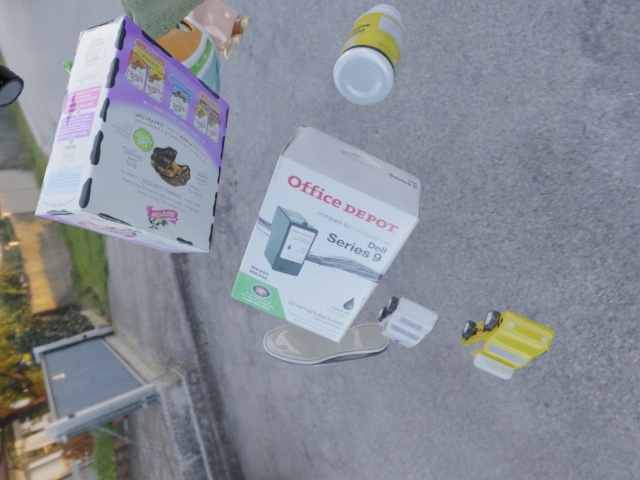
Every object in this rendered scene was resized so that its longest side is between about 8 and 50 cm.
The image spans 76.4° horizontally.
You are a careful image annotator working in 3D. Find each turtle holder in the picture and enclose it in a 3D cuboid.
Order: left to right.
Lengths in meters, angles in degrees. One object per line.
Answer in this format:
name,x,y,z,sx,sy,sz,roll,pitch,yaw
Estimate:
turtle holder,-0.305,-0.300,0.826,0.243,0.227,0.320,30,165,26

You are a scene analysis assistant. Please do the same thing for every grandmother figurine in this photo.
grandmother figurine,-0.330,-0.528,0.878,0.104,0.342,0.208,-29,41,51

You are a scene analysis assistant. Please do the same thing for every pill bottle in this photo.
pill bottle,0.093,-0.331,0.712,0.103,0.103,0.184,-38,27,52

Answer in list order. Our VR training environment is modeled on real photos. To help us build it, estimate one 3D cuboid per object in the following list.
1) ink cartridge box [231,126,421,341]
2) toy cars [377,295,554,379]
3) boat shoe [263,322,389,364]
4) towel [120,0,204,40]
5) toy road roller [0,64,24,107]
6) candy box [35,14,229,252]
ink cartridge box,0.000,0.000,0.653,0.211,0.121,0.289,23,126,-3
toy cars,0.240,0.188,0.783,0.393,0.087,0.176,0,146,50
boat shoe,0.018,0.286,1.091,0.095,0.335,0.112,96,170,-54
towel,-0.186,-0.323,0.517,0.027,0.148,0.110,44,172,1
toy road roller,-0.880,-0.338,0.903,0.202,0.329,0.240,39,-179,-15
candy box,-0.185,-0.097,0.442,0.070,0.165,0.196,-2,75,25
